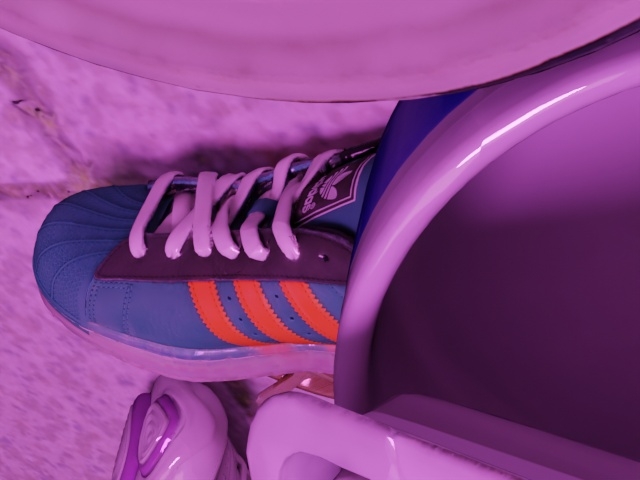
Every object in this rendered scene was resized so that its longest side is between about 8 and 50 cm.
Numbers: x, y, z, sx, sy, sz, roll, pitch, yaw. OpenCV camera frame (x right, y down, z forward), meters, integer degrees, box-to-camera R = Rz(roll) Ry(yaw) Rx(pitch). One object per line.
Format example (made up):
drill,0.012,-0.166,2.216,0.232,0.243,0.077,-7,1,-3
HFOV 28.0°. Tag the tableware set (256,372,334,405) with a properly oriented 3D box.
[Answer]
tableware set,0.041,0.085,0.680,0.194,0.039,0.128,14,164,20

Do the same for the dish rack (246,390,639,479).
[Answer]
dish rack,0.119,0.178,0.325,0.333,0.072,0.285,12,121,56

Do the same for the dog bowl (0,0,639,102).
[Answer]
dog bowl,-0.037,-0.229,0.277,0.408,0.150,0.408,18,145,13

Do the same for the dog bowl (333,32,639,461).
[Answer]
dog bowl,0.140,0.026,0.443,0.265,0.104,0.265,4,125,5

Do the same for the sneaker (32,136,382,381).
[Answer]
sneaker,0.000,0.000,0.589,0.302,0.108,0.121,8,138,15

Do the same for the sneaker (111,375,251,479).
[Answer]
sneaker,-0.067,0.183,0.878,0.152,0.114,0.305,11,148,-1
